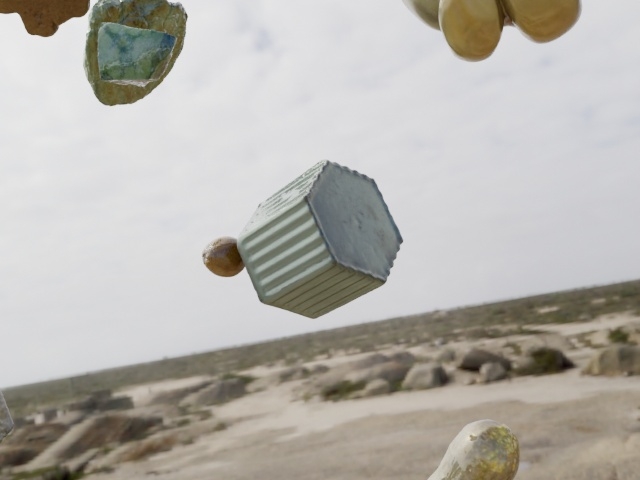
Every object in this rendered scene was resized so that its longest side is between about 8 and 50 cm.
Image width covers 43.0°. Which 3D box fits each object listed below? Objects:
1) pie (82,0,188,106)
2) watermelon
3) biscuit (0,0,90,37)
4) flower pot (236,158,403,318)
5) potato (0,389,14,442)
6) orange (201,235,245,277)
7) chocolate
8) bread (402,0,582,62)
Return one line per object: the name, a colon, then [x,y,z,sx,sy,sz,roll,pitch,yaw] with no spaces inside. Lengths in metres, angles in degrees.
pie: [-0.391,-0.415,1.733,0.274,0.105,0.257,-44,-31,-35]
watermelon: [-0.317,-0.305,1.364,0.121,0.098,0.158,12,5,-17]
biscuit: [-0.506,-0.467,1.380,0.184,0.035,0.249,-30,-53,12]
flower pot: [0.000,0.000,1.404,0.189,0.209,0.239,-30,20,40]
potato: [-0.890,0.404,1.949,0.210,0.265,0.189,-14,5,18]
orange: [-0.174,0.029,1.478,0.084,0.085,0.085,-9,-8,-1]
chocolate: [0.250,0.453,1.455,0.134,0.309,0.134,29,13,-7]
bread: [0.210,-0.450,1.174,0.245,0.424,0.329,-20,-36,2]
